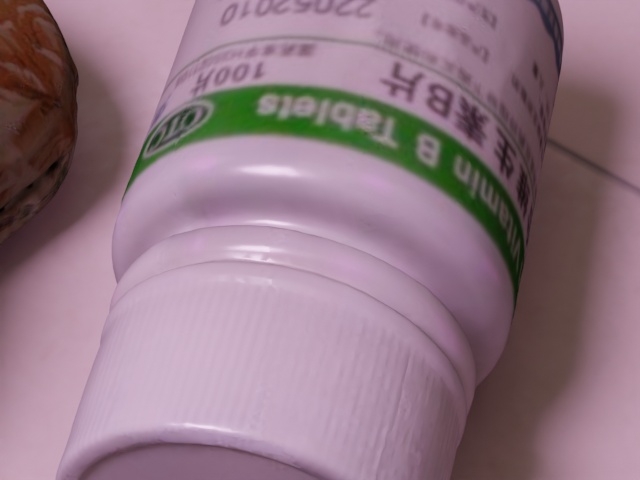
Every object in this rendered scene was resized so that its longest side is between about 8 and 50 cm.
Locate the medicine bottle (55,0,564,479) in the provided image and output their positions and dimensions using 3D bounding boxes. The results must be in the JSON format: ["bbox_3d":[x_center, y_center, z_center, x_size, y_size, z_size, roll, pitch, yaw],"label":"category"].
[{"bbox_3d":[0.000,0.000,0.647,0.139,0.139,0.237,7,50,11],"label":"medicine bottle"}]

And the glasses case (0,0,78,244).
[{"bbox_3d":[-0.270,0.025,0.676,0.425,0.098,0.156,-39,68,-24],"label":"glasses case"}]
